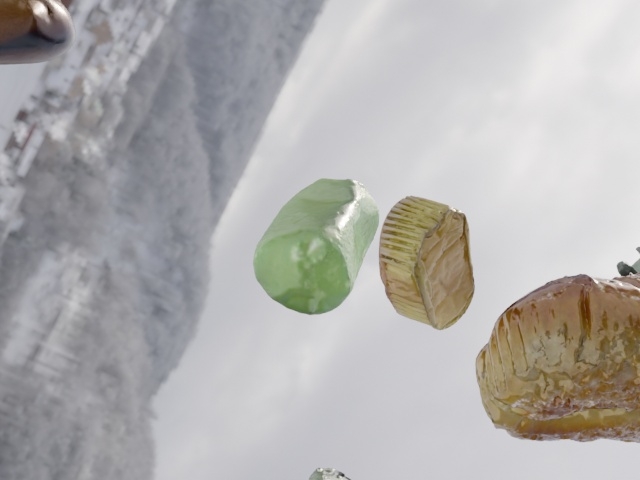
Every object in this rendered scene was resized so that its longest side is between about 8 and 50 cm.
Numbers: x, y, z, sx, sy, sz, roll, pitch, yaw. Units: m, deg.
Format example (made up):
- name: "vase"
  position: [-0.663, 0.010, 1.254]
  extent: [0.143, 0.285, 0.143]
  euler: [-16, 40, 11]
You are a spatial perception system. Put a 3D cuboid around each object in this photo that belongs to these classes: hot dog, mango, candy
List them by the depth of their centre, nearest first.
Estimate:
- name: "hot dog"
  position: [0.394, 0.166, 1.581]
  extent: [0.367, 0.365, 0.196]
  euler: [93, -10, -59]
- name: "mango"
  position: [-0.474, -0.319, 1.606]
  extent: [0.201, 0.287, 0.153]
  euler: [15, -74, 49]
- name: "candy"
  position: [0.000, 0.000, 1.723]
  extent: [0.142, 0.132, 0.343]
  euler: [-19, -167, 17]

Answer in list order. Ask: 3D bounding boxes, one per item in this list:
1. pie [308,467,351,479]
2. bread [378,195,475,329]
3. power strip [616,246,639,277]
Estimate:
- name: "pie"
  position: [0.054, 0.526, 2.019]
  extent: [0.067, 0.302, 0.302]
  euler: [-24, -154, 13]
- name: "bread"
  position: [0.196, 0.040, 2.190]
  extent: [0.133, 0.250, 0.179]
  euler: [15, -131, 38]
- name: "power strip"
  position: [0.543, 0.092, 1.791]
  extent: [0.139, 0.224, 0.140]
  euler: [-45, -145, 11]
